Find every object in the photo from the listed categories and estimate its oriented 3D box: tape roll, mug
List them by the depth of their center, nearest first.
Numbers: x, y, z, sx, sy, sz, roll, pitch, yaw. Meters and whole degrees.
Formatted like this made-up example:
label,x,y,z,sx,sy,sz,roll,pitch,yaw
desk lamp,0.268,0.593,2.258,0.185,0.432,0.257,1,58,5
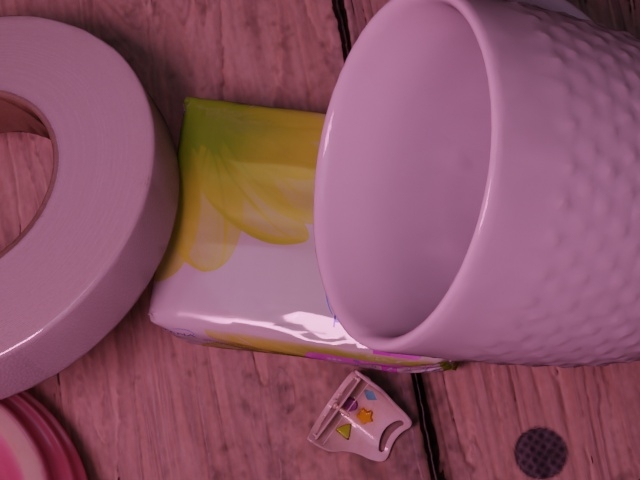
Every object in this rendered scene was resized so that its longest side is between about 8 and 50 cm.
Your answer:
label,x,y,z,sx,sy,sz,roll,pitch,yaw
mug,0.191,-0.075,1.054,0.328,0.276,0.374,7,52,-25
tape roll,-0.324,-0.035,1.195,0.392,0.072,0.392,-7,60,13

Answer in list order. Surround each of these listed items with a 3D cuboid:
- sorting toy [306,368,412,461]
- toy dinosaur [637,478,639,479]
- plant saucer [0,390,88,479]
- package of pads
label,x,y,z,sx,sy,sz,roll,pitch,yaw
sorting toy,0.043,0.168,1.209,0.075,0.045,0.083,35,105,-1
toy dinosaur,0.384,0.250,1.101,0.296,0.127,0.200,-30,85,10
plant saucer,-0.372,0.252,1.163,0.332,0.084,0.332,5,61,-10
package of pads,0.000,0.000,1.211,0.297,0.101,0.229,8,82,11
